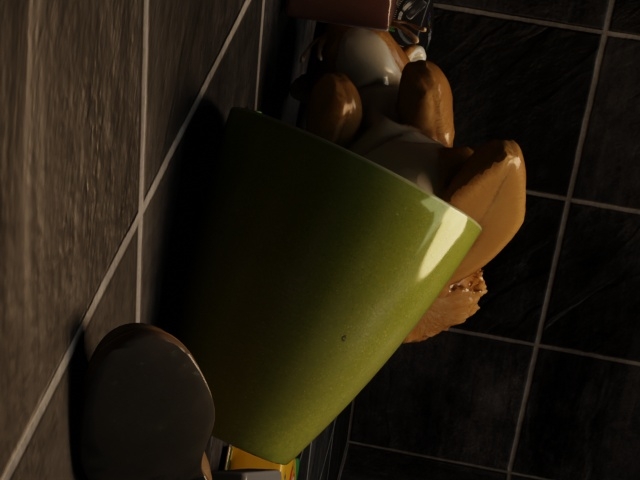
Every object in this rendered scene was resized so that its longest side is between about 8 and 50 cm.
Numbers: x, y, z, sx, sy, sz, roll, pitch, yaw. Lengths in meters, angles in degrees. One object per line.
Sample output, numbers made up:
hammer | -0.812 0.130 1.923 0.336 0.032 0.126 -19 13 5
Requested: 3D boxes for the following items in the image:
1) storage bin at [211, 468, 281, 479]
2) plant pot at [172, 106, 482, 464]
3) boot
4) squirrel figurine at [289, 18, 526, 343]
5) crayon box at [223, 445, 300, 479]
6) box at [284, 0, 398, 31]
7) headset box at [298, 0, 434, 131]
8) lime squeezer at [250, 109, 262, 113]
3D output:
storage bin | -0.091 0.336 1.972 0.135 0.098 0.091 11 79 -64
plant pot | -0.027 0.061 1.533 0.293 0.275 0.275 -64 174 -2
boot | -0.148 0.146 1.287 0.305 0.112 0.115 86 -15 -53
squirrel figurine | 0.084 -0.088 1.970 0.397 0.281 0.370 67 1 -49
crayon box | -0.096 0.394 2.176 0.318 0.081 0.202 60 41 -81
box | 0.052 -0.462 1.837 0.191 0.143 0.381 -73 173 -57
headset box | 0.065 -0.220 2.314 0.246 0.131 0.283 61 46 -82
lime squeezer | -0.076 0.006 1.803 0.110 0.059 0.310 -37 138 -82
